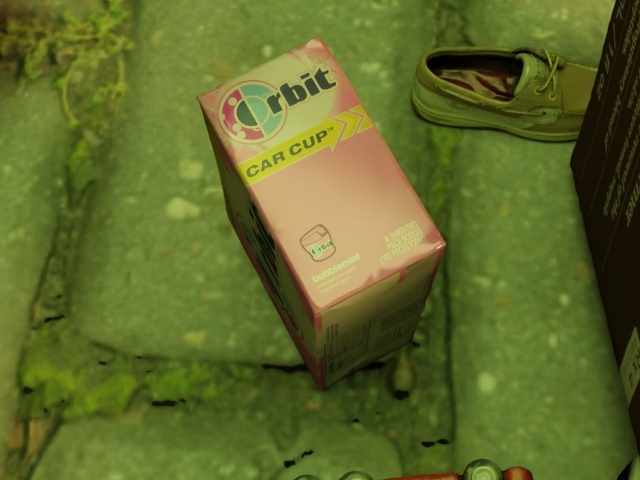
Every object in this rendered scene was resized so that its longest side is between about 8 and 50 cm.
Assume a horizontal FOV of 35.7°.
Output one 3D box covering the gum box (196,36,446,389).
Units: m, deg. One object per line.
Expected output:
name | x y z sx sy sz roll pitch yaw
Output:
gum box | 0.000 0.000 0.490 0.062 0.188 0.107 -27 73 -8

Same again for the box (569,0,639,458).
box | 0.210 0.038 0.397 0.143 0.191 0.381 -1 49 -1

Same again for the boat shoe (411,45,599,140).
boat shoe | 0.122 -0.092 0.595 0.135 0.045 0.050 1 65 5

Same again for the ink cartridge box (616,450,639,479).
ink cartridge box | 0.273 0.228 0.425 0.333 0.065 0.165 19 67 15

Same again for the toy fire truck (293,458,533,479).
toy fire truck | 0.016 0.183 0.477 0.192 0.047 0.135 -5 65 2
